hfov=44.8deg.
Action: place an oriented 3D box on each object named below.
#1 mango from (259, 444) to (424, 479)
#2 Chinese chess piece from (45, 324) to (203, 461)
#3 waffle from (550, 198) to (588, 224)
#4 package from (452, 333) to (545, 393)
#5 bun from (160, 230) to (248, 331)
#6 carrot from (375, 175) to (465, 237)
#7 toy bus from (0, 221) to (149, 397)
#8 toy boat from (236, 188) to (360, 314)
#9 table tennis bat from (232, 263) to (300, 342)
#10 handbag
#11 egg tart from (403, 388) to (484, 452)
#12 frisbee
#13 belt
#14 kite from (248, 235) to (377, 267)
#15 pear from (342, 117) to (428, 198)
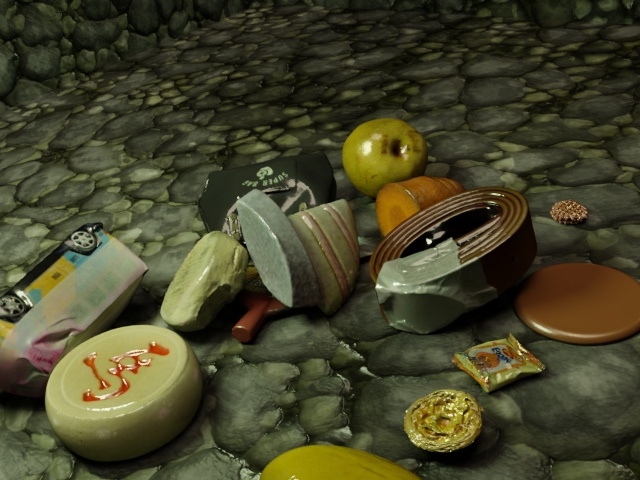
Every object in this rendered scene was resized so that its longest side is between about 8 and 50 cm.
[{"bbox_3d":[0.064,0.369,1.004,0.195,0.142,0.331,-17,30,-25],"label":"mango"},{"bbox_3d":[-0.338,0.257,1.343,0.273,0.102,0.273,-7,30,4],"label":"Chinese chess piece"},{"bbox_3d":[0.550,-0.061,1.711,0.075,0.029,0.083,-9,32,2],"label":"waffle"},{"bbox_3d":[0.301,0.208,1.318,0.120,0.031,0.108,-17,31,-14],"label":"package"},{"bbox_3d":[-0.223,0.087,1.555,0.210,0.116,0.237,-38,28,40],"label":"bun"},{"bbox_3d":[0.246,-0.071,1.720,0.225,0.159,0.159,-18,29,-37],"label":"carrot"},{"bbox_3d":[-0.494,0.138,1.498,0.162,0.171,0.386,30,38,3],"label":"toy bus"},{"bbox_3d":[-0.016,0.017,1.563,0.293,0.111,0.276,1,59,-33],"label":"toy boat"},{"bbox_3d":[-0.094,0.108,1.600,0.200,0.038,0.310,5,30,22],"label":"table tennis bat"},{"bbox_3d":[-0.123,-0.077,1.813,0.342,0.152,0.288,-11,35,0],"label":"handbag"},{"bbox_3d":[0.191,0.286,1.201,0.128,0.049,0.129,-12,31,7],"label":"egg tart"},{"bbox_3d":[0.486,0.111,1.445,0.250,0.021,0.251,-6,30,3],"label":"frisbee"},{"bbox_3d":[0.250,0.034,1.474,0.338,0.122,0.217,-30,37,-7],"label":"belt"},{"bbox_3d":[-0.024,0.032,1.678,0.309,0.015,0.169,-15,27,-33],"label":"kite"},{"bbox_3d":[0.152,-0.198,1.892,0.208,0.209,0.209,-7,30,4],"label":"pear"}]
